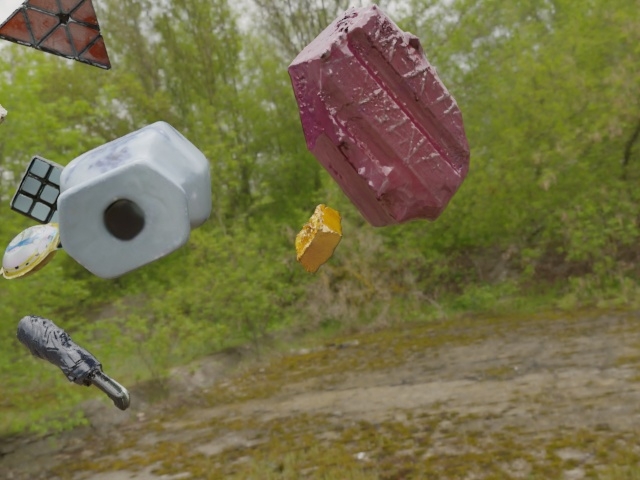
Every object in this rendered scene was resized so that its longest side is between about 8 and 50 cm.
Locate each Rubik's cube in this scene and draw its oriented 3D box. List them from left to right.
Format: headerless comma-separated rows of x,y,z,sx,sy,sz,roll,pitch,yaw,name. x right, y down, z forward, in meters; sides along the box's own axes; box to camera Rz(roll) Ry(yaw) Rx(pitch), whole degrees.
-0.720,-0.122,1.983,0.163,0.160,0.162,25,-1,-5,Rubik's cube
-0.485,-0.406,1.415,0.211,0.190,0.178,-40,23,-1,Rubik's cube

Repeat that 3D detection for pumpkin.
0.000,0.000,1.051,0.054,0.074,0.083,27,-61,-20,pumpkin

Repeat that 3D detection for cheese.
-0.559,0.006,1.479,0.250,0.064,0.156,-21,38,20,cheese

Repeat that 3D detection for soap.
0.097,-0.177,1.111,0.220,0.325,0.127,-48,21,-13,soap

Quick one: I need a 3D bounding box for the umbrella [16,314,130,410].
-0.420,0.207,1.258,0.248,0.071,0.071,28,8,15,umbrella

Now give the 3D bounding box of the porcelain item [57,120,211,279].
-0.300,-0.086,1.206,0.242,0.178,0.405,-25,19,0,porcelain item

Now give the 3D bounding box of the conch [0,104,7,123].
-0.907,-0.240,1.781,0.159,0.291,0.210,30,-15,-18,conch
